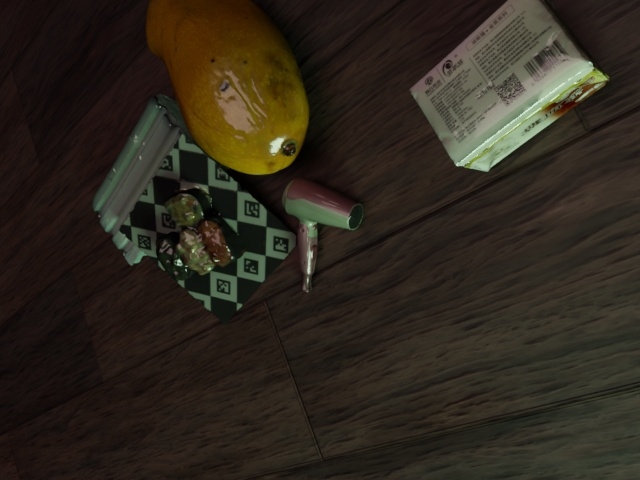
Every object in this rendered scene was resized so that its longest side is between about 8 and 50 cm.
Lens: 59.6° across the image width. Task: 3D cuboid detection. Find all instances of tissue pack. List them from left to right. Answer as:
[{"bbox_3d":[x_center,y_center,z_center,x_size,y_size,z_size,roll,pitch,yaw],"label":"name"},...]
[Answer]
[{"bbox_3d":[0.187,-0.156,0.562,0.149,0.099,0.106,-38,69,33],"label":"tissue pack"}]

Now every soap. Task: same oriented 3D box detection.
[{"bbox_3d":[-0.259,-0.098,0.915,0.261,0.094,0.150,-46,75,30],"label":"soap"}]

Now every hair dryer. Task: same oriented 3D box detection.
[{"bbox_3d":[-0.006,0.000,0.764,0.106,0.054,0.154,27,119,28],"label":"hair dryer"}]

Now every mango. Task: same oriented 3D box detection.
[{"bbox_3d":[-0.132,-0.239,0.772,0.187,0.144,0.359,-42,66,29],"label":"mango"}]

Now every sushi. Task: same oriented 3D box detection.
[{"bbox_3d":[-0.184,0.000,0.831,0.231,0.047,0.219,42,120,-2],"label":"sushi"}]
